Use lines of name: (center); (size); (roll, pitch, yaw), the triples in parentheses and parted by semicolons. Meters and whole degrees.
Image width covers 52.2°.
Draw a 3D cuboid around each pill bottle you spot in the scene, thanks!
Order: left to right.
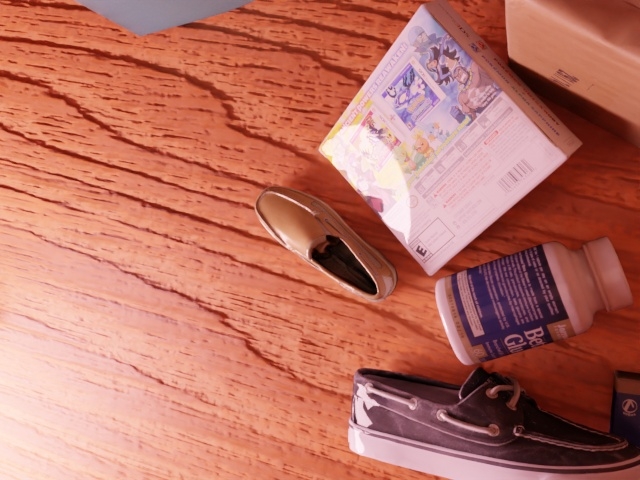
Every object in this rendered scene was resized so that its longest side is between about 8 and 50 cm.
pill bottle: (0.207, 0.056, 0.642); (0.169, 0.094, 0.094); (-21, 88, 19)

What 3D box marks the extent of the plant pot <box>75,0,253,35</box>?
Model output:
plant pot: (-0.130, -0.336, 0.692); (0.234, 0.165, 0.166); (-6, 92, 11)

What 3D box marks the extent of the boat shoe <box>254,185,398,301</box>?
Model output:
boat shoe: (0.000, 0.000, 0.718); (0.190, 0.072, 0.068); (32, 104, 14)

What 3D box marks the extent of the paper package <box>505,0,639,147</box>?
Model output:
paper package: (0.299, -0.151, 0.472); (0.309, 0.325, 0.168); (33, 103, 13)

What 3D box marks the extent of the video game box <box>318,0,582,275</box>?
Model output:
video game box: (0.113, -0.092, 0.642); (0.187, 0.048, 0.205); (48, 136, 7)

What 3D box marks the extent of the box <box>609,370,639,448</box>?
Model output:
box: (0.353, 0.250, 0.641); (0.136, 0.036, 0.225); (4, 97, 18)

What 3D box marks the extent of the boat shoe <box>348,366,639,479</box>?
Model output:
boat shoe: (0.168, 0.181, 0.657); (0.301, 0.108, 0.102); (2, 91, 32)
